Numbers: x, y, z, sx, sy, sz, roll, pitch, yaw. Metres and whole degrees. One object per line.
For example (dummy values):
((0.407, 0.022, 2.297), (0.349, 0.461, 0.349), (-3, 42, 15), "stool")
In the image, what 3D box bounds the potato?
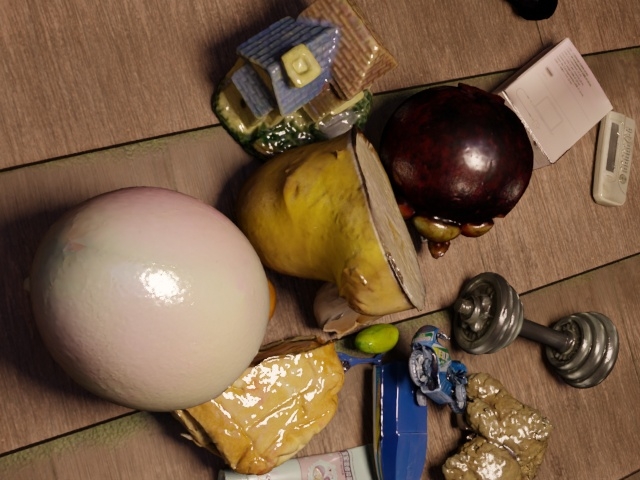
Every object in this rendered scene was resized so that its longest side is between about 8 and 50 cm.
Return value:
((0.000, 0.000, 1.334), (0.296, 0.290, 0.397), (-22, 59, 16), "potato")

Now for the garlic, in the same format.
((0.089, 0.090, 1.460), (0.229, 0.178, 0.143), (-3, 63, -33), "garlic")

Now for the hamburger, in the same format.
((-0.114, 0.310, 1.347), (0.329, 0.162, 0.209), (-14, 91, -25), "hamburger")

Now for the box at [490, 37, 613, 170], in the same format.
((0.525, -0.313, 1.719), (0.251, 0.106, 0.203), (-40, 98, -21), "box")

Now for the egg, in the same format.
((-0.284, 0.068, 1.150), (0.354, 0.340, 0.355), (-6, 64, 14), "egg")

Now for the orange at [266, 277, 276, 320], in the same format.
((-0.156, 0.118, 1.360), (0.134, 0.154, 0.155), (38, 71, -8), "orange")

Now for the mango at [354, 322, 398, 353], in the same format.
((0.110, 0.196, 1.475), (0.108, 0.073, 0.056), (-8, 95, -55), "mango")

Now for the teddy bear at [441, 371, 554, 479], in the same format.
((0.363, 0.441, 1.531), (0.267, 0.156, 0.256), (47, 71, -12), "teddy bear")

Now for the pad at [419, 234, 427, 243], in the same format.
((0.242, -0.094, 1.629), (0.113, 0.006, 0.188), (-15, 88, -22), "pad")

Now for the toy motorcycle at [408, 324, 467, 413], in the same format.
((0.232, 0.251, 1.461), (0.254, 0.092, 0.136), (42, 43, -46), "toy motorcycle")

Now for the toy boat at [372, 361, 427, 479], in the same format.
((0.153, 0.392, 1.475), (0.129, 0.088, 0.295), (13, 73, -41), "toy boat")

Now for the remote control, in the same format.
((0.710, -0.197, 1.809), (0.090, 0.049, 0.230), (16, 78, -16), "remote control")

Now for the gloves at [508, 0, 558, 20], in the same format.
((0.464, -0.621, 1.732), (0.164, 0.124, 0.203), (-2, 56, -50), "gloves")

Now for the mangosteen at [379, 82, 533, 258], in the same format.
((0.259, -0.137, 1.494), (0.306, 0.307, 0.347), (12, 108, -21), "mangosteen")

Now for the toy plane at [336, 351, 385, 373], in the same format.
((0.056, 0.240, 1.489), (0.167, 0.054, 0.062), (1, 57, -22), "toy plane")

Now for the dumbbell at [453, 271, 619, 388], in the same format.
((0.458, 0.196, 1.588), (0.406, 0.179, 0.179), (20, 76, -20), "dumbbell")

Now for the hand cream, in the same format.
((-0.033, 0.447, 1.425), (0.331, 0.058, 0.085), (3, 62, -27), "hand cream")

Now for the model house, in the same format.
((-0.009, -0.303, 1.415), (0.321, 0.266, 0.261), (-37, 93, -22), "model house")
